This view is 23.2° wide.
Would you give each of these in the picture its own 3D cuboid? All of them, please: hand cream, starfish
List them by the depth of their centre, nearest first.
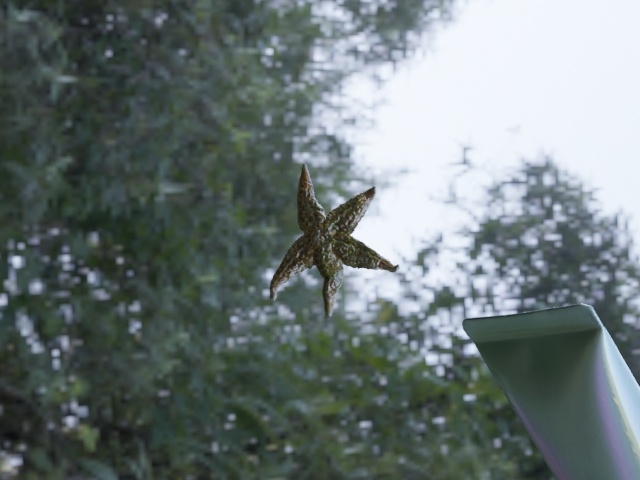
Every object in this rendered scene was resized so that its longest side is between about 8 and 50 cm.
[{"bbox_3d":[0.136,0.111,0.663,0.078,0.050,0.205,-11,-64,55],"label":"hand cream"},{"bbox_3d":[0.000,0.000,0.921,0.092,0.016,0.086,-39,-109,12],"label":"starfish"}]
